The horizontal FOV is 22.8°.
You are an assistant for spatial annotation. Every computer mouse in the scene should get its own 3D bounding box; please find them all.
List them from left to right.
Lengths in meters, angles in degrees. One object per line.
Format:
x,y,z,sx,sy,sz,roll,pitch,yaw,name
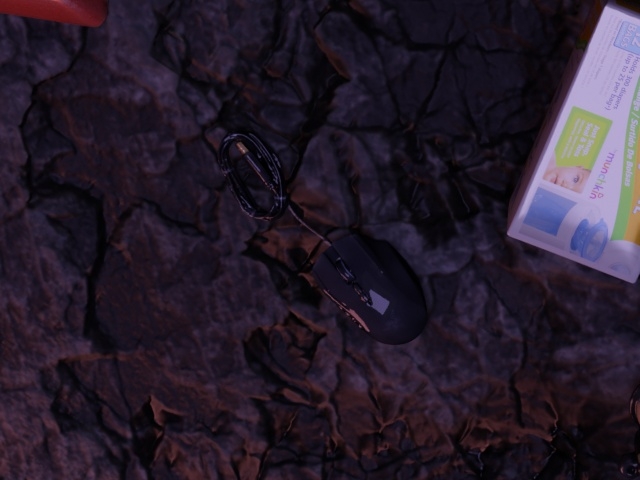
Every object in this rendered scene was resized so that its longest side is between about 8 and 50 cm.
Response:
0.000,0.000,1.364,0.242,0.041,0.071,43,109,-6,computer mouse

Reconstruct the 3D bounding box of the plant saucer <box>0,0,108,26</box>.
-0.296,-0.315,1.300,0.258,0.048,0.259,9,110,5,plant saucer

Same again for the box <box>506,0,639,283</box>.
0.238,-0.088,1.267,0.114,0.103,0.203,21,110,1,box

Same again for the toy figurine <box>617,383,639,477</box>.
0.357,0.223,1.339,0.213,0.148,0.209,-1,114,6,toy figurine
